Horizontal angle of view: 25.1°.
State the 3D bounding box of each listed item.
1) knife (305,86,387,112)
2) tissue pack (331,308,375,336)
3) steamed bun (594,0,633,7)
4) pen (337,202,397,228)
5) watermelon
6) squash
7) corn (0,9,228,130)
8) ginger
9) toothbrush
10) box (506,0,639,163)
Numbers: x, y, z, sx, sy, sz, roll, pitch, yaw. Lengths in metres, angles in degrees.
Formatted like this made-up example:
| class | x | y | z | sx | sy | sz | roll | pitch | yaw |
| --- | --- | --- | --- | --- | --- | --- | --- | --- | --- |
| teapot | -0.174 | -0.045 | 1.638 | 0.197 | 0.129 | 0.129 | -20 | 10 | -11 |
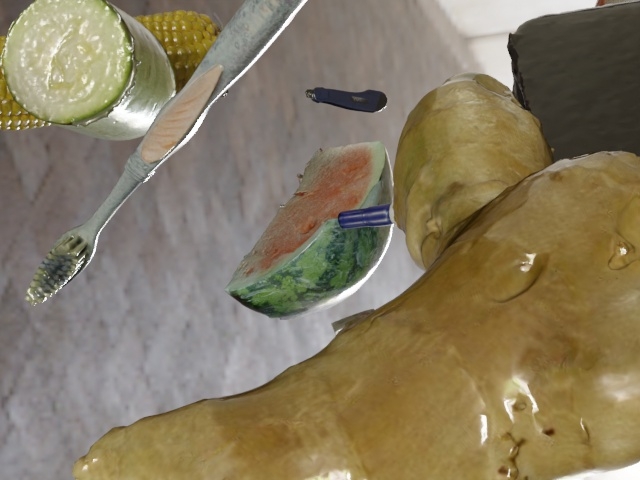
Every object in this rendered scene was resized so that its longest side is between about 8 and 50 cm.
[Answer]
| class | x | y | z | sx | sy | sz | roll | pitch | yaw |
| --- | --- | --- | --- | --- | --- | --- | --- | --- | --- |
| knife | 0.035 | -0.190 | 1.915 | 0.121 | 0.018 | 0.031 | 6 | 77 | -30 |
| tissue pack | 0.042 | 0.095 | 1.589 | 0.108 | 0.056 | 0.023 | -109 | 179 | -88 |
| steamed bun | 0.369 | -0.136 | 1.332 | 0.374 | 0.241 | 0.374 | -11 | 90 | -90 |
| pen | 0.107 | -0.031 | 1.404 | 0.025 | 0.204 | 0.025 | 16 | 71 | -56 |
| watermelon | 0.000 | 0.000 | 2.074 | 0.305 | 0.180 | 0.224 | -54 | 163 | -35 |
| squash | -0.186 | -0.146 | 1.268 | 0.186 | 0.123 | 0.123 | 12 | 72 | -74 |
| corn | -0.227 | -0.167 | 1.417 | 0.106 | 0.305 | 0.106 | 29 | -57 | 57 |
| ginger | 0.108 | 0.043 | 0.589 | 0.348 | 0.363 | 0.122 | -51 | 133 | -30 |
| toothbrush | -0.086 | -0.077 | 0.893 | 0.028 | 0.375 | 0.037 | 42 | 33 | -3 |
| box | 0.304 | -0.049 | 0.892 | 0.359 | 0.350 | 0.091 | -95 | 175 | -47 |
